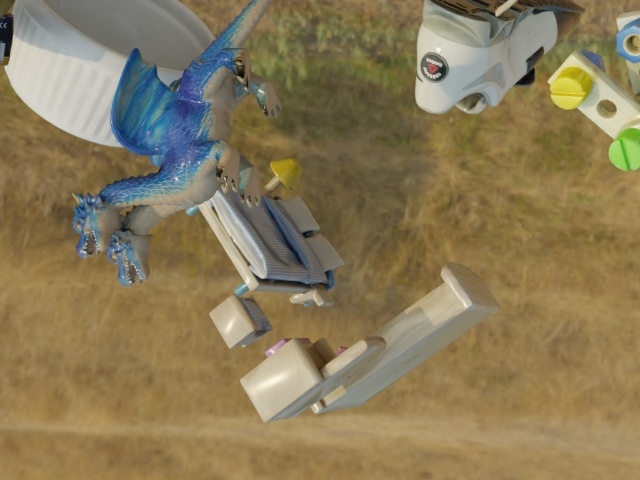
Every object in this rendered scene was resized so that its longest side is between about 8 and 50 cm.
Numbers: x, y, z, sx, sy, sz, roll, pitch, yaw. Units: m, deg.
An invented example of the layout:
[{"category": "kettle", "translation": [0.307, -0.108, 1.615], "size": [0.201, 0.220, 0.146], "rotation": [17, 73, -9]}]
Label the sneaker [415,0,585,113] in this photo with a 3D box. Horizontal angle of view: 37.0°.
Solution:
[{"category": "sneaker", "translation": [0.205, -0.234, 1.151], "size": [0.122, 0.146, 0.330], "rotation": [32, -145, 27]}]

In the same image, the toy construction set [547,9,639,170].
[{"category": "toy construction set", "translation": [0.350, -0.050, 0.766], "size": [0.215, 0.151, 0.328], "rotation": [-16, 125, 44]}]

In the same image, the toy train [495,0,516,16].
[{"category": "toy train", "translation": [0.237, -0.275, 0.724], "size": [0.143, 0.105, 0.248], "rotation": [-28, 166, -34]}]

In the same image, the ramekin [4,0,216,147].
[{"category": "ramekin", "translation": [-0.214, -0.185, 0.956], "size": [0.207, 0.207, 0.109], "rotation": [19, 122, -25]}]

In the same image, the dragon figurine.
[{"category": "dragon figurine", "translation": [-0.115, -0.104, 0.782], "size": [0.144, 0.289, 0.085], "rotation": [6, 171, 21]}]

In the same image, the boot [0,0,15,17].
[{"category": "boot", "translation": [-0.326, -0.266, 0.605], "size": [0.236, 0.089, 0.269], "rotation": [33, 174, 15]}]

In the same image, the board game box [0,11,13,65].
[{"category": "board game box", "translation": [-0.362, -0.188, 0.786], "size": [0.170, 0.048, 0.141], "rotation": [-6, -151, -42]}]

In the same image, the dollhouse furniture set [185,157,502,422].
[{"category": "dollhouse furniture set", "translation": [0.000, 0.000, 1.000], "size": [0.198, 0.303, 0.286], "rotation": [-38, 162, 15]}]
